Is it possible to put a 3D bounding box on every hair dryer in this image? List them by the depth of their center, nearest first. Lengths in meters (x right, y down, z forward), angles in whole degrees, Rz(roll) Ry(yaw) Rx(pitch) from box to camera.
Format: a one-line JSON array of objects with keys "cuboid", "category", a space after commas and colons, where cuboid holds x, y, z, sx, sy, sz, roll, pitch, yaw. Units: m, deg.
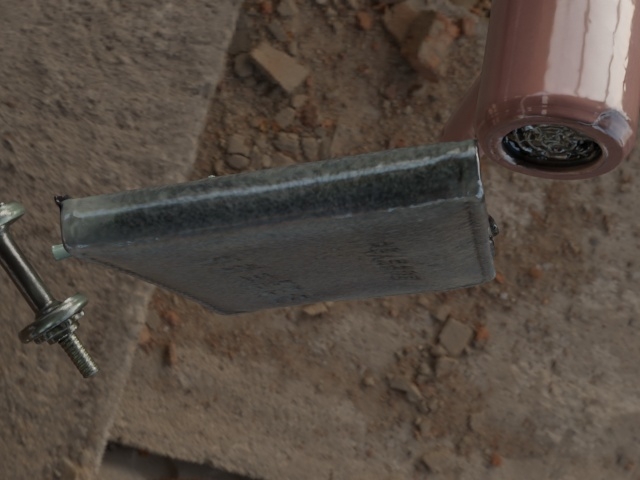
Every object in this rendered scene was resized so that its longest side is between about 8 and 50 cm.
[{"cuboid": [0.177, -0.127, 0.855, 0.126, 0.352, 0.210, 14, 70, -5], "category": "hair dryer"}]

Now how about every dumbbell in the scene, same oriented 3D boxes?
[{"cuboid": [-0.305, 0.033, 0.961, 0.082, 0.081, 0.254, -34, 96, -15], "category": "dumbbell"}]

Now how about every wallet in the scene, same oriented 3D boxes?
[{"cuboid": [0.000, 0.002, 0.441, 0.168, 0.222, 0.036, -7, 80, 10], "category": "wallet"}]

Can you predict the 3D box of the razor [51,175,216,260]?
[{"cuboid": [-0.200, -0.017, 1.061, 0.211, 0.084, 0.035, -23, 84, -2], "category": "razor"}]
